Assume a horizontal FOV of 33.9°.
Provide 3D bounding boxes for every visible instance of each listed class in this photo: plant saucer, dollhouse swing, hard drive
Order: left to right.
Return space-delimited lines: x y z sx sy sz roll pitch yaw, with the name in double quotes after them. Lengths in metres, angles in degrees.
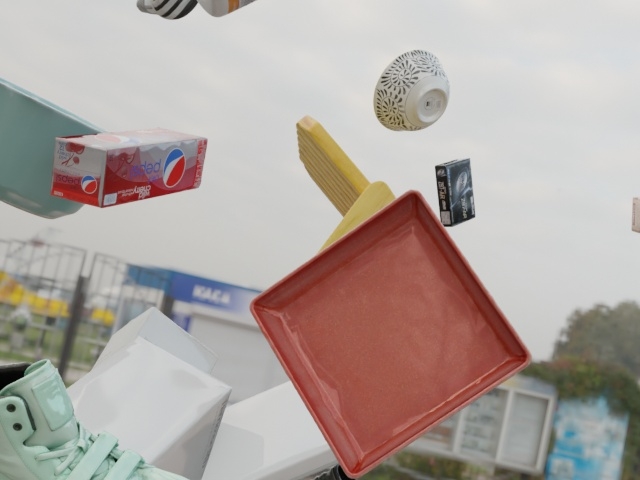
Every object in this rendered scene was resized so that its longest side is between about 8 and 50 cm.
-0.047 0.311 1.735 0.353 0.047 0.233 -23 25 5 "hard drive"
0.000 0.000 1.971 0.305 0.315 0.347 36 -10 8 "dollhouse swing"
0.082 0.112 1.271 0.258 0.259 0.048 58 8 20 "plant saucer"

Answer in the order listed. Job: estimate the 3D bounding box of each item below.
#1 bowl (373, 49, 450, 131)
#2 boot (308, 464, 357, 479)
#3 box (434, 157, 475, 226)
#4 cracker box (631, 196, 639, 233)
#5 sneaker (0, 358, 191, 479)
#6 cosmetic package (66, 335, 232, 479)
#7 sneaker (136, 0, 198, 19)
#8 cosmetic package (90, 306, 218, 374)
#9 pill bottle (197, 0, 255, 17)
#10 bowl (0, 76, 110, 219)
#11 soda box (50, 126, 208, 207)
0.193 -0.274 2.026 0.170 0.170 0.080 19 17 -40 "bowl"
0.020 0.503 1.746 0.161 0.246 0.083 -22 -3 29 "boot"
0.180 -0.065 1.403 0.018 0.083 0.067 1 12 37 "box"
0.620 -0.037 1.735 0.156 0.067 0.232 0 4 2 "cracker box"
-0.211 0.187 0.919 0.256 0.151 0.094 10 31 12 "sneaker"
-0.267 0.282 1.200 0.155 0.197 0.365 26 27 14 "cosmetic package"
-0.188 -0.411 1.518 0.132 0.228 0.086 14 -32 54 "sneaker"
-0.299 0.243 1.772 0.151 0.183 0.151 41 -44 -17 "cosmetic package"
-0.049 -0.344 1.161 0.216 0.121 0.121 -29 3 -13 "pill bottle"
-0.457 -0.143 1.627 0.312 0.163 0.311 28 1 -1 "bowl"
-0.271 -0.109 1.515 0.092 0.083 0.263 14 14 22 "soda box"
